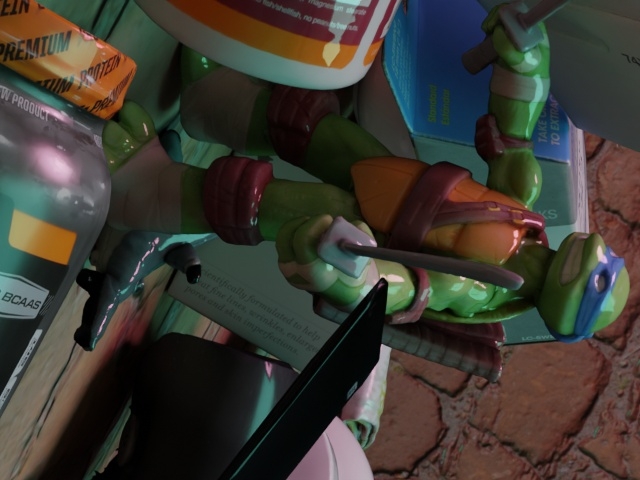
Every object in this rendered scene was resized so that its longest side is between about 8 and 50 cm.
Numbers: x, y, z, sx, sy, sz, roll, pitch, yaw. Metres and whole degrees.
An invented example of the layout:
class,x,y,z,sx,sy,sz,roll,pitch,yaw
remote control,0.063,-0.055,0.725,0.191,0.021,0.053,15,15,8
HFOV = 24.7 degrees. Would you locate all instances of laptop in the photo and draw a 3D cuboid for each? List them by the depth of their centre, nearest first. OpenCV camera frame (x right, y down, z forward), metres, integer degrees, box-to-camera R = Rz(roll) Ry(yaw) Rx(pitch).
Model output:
class,x,y,z,sx,sy,sz,roll,pitch,yaw
laptop,-0.105,0.099,0.660,0.234,0.264,0.136,83,8,-77

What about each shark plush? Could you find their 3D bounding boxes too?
class,x,y,z,sx,sy,sz,roll,pitch,yaw
shark plush,-0.091,-0.001,0.835,0.161,0.067,0.073,-51,168,-55

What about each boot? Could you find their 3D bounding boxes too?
class,x,y,z,sx,sy,sz,roll,pitch,yaw
boot,-0.109,0.282,0.972,0.367,0.146,0.445,-3,-120,66

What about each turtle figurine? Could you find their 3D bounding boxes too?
class,x,y,z,sx,sy,sz,roll,pitch,yaw
turtle figurine,0.028,-0.057,0.727,0.275,0.266,0.198,49,59,-66

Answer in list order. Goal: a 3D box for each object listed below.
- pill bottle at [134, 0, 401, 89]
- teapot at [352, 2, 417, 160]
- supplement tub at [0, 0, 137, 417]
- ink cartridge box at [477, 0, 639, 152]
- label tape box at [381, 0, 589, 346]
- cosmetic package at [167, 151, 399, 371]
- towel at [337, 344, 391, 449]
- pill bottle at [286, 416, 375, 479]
class,x,y,z,sx,sy,sz,roll,pitch,yaw
pill bottle,0.007,-0.185,0.617,0.221,0.121,0.121,-65,172,24
teapot,0.118,-0.138,1.375,0.256,0.187,0.252,-20,125,-39
supplement tub,-0.134,0.013,0.401,0.190,0.117,0.117,-62,173,1
ink cartridge box,0.240,-0.199,0.834,0.270,0.197,0.198,-48,-146,-6
label tape box,0.129,-0.109,1.047,0.334,0.106,0.240,69,21,-53
cosmetic package,0.000,0.000,1.138,0.151,0.151,0.183,-63,172,12
towel,0.051,0.046,1.576,0.320,0.090,0.374,101,0,-72
pill bottle,-0.052,0.275,1.397,0.229,0.229,0.408,-59,162,-18
